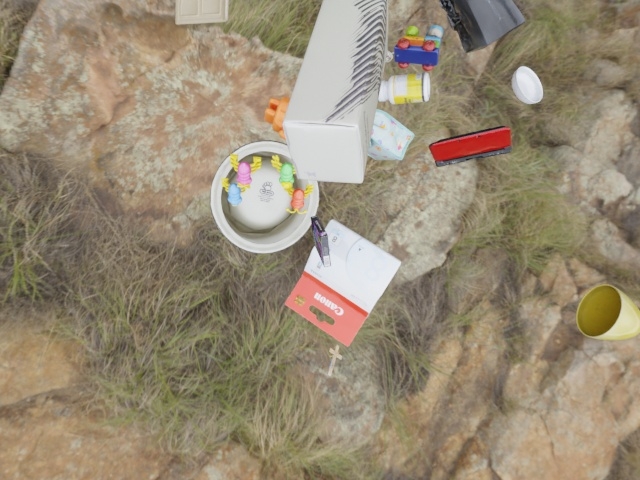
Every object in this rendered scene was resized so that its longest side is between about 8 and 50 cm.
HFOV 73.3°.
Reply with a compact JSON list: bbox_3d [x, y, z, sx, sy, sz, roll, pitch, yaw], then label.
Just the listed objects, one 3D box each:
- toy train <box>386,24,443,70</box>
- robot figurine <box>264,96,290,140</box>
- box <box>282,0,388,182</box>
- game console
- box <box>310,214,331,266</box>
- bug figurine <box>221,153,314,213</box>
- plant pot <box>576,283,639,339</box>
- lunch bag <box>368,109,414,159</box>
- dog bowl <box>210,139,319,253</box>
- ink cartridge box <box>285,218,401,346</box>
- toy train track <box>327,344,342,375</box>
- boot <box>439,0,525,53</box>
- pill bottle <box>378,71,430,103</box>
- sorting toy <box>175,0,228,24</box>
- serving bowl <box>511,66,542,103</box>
[{"bbox_3d":[0.301,-0.693,1.510,0.247,0.105,0.144,13,67,18],"label":"toy train"},{"bbox_3d":[-0.086,-0.422,1.515,0.219,0.158,0.128,19,125,-5],"label":"robot figurine"},{"bbox_3d":[0.031,-0.219,0.591,0.094,0.276,0.113,6,152,12],"label":"box"},{"bbox_3d":[0.289,-0.202,0.836,0.143,0.124,0.085,-8,133,23],"label":"game console"},{"bbox_3d":[0.000,0.000,1.452,0.029,0.162,0.116,-11,119,-7],"label":"box"},{"bbox_3d":[-0.157,-0.157,1.241,0.278,0.072,0.216,4,149,-2],"label":"bug figurine"},{"bbox_3d":[0.706,0.184,1.031,0.095,0.134,0.134,22,101,-5],"label":"plant pot"},{"bbox_3d":[0.217,-0.448,1.801,0.262,0.223,0.160,25,90,-26],"label":"lunch bag"},{"bbox_3d":[-0.216,-0.165,1.597,0.407,0.150,0.409,-6,106,-22],"label":"dog bowl"},{"bbox_3d":[0.075,0.161,1.622,0.308,0.091,0.385,32,91,11],"label":"ink cartridge box"},{"bbox_3d":[0.031,0.312,1.120,0.048,0.014,0.083,42,49,-26],"label":"toy train track"},{"bbox_3d":[0.267,-0.646,0.966,0.146,0.367,0.445,-35,106,28],"label":"boot"},{"bbox_3d":[0.309,-0.563,1.599,0.183,0.103,0.103,2,110,21],"label":"pill bottle"},{"bbox_3d":[-0.366,-0.844,1.347,0.228,0.041,0.308,10,102,27],"label":"sorting toy"},{"bbox_3d":[0.440,-0.330,0.926,0.083,0.027,0.084,8,72,-26],"label":"serving bowl"}]
